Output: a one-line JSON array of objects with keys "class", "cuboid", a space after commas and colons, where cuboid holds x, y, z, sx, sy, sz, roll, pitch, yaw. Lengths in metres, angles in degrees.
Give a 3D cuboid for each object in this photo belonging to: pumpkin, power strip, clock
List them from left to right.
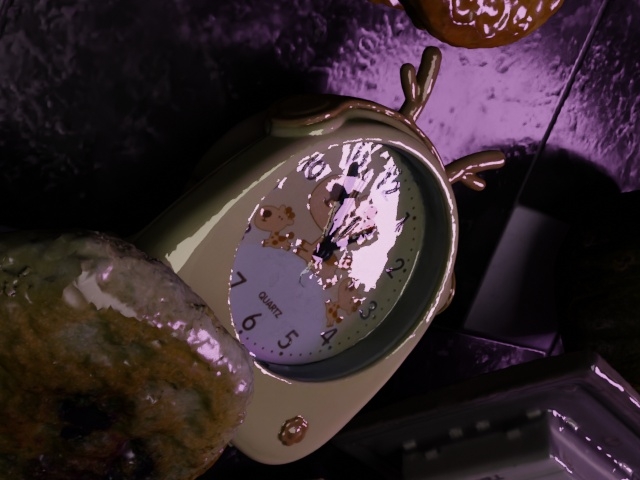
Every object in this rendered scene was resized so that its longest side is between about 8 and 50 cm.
[{"class": "clock", "cuboid": [0.000, 0.000, 0.844, 0.308, 0.096, 0.235, -44, 127, -9]}, {"class": "power strip", "cuboid": [0.174, 0.202, 0.976, 0.251, 0.257, 0.092, 44, 40, -34]}, {"class": "pumpkin", "cuboid": [0.292, 0.063, 1.014, 0.224, 0.157, 0.223, 19, 66, -50]}]

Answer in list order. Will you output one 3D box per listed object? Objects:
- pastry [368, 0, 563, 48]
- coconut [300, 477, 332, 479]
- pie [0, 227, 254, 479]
[{"class": "pastry", "cuboid": [0.106, -0.263, 0.785, 0.235, 0.132, 0.240, -28, 131, -31]}, {"class": "coconut", "cuboid": [0.002, 0.321, 0.919, 0.227, 0.227, 0.230, 9, 106, -36]}, {"class": "pie", "cuboid": [-0.196, 0.115, 0.723, 0.323, 0.070, 0.323, -6, 132, -6]}]
